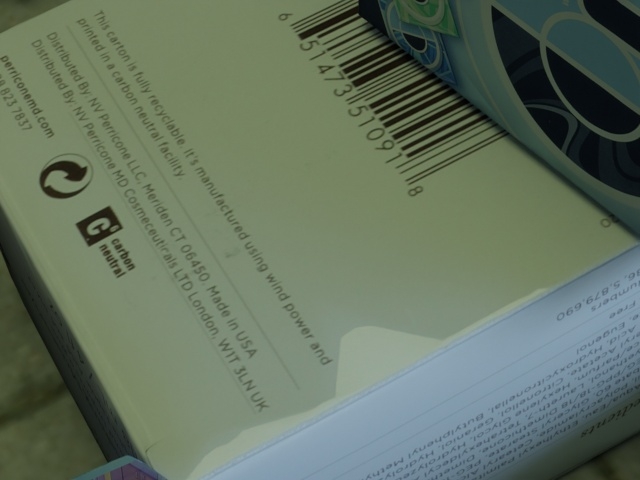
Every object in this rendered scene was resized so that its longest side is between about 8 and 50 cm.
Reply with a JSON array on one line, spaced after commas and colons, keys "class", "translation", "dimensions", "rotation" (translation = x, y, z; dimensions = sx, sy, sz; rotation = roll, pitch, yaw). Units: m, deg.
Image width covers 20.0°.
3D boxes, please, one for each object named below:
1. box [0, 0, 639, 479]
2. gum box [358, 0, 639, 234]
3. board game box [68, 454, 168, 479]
[{"class": "box", "translation": [0.000, 0.000, 0.579], "dimensions": [0.182, 0.119, 0.181], "rotation": [-28, 56, -12]}, {"class": "gum box", "translation": [0.084, -0.072, 0.450], "dimensions": [0.041, 0.157, 0.184], "rotation": [-36, 59, -23]}, {"class": "board game box", "translation": [-0.079, 0.138, 0.477], "dimensions": [0.168, 0.033, 0.133], "rotation": [-26, 78, 32]}]
